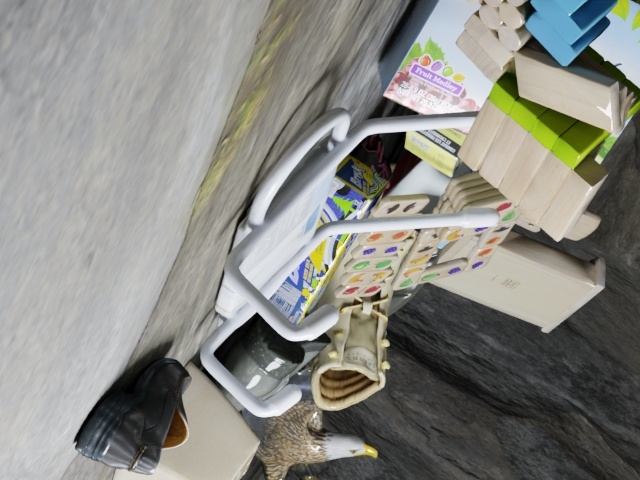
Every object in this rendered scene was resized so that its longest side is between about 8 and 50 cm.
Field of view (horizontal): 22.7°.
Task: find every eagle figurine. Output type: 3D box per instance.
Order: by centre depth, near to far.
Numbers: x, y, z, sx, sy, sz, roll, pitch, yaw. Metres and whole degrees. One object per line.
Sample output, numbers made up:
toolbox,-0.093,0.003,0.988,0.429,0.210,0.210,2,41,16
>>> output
eagle figurine,-0.028,0.231,2.080,0.226,0.225,0.298,-119,-153,-58

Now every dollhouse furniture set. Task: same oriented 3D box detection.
dollhouse furniture set,0.279,-0.089,2.062,0.286,0.198,0.303,-48,-153,51

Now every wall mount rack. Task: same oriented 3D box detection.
wall mount rack,0.036,-0.006,1.336,0.304,0.130,0.350,-44,170,-23

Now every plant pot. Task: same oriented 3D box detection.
plant pot,-0.118,0.197,1.470,0.109,0.096,0.109,-53,174,-31

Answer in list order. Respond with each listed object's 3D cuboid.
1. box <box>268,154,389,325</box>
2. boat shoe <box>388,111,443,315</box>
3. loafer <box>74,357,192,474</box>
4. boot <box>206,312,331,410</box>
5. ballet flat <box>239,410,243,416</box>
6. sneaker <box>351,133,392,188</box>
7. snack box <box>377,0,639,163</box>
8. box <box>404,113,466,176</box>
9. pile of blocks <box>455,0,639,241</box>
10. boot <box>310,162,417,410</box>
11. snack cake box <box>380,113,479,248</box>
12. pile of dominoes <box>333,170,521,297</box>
box,0.000,0.000,1.567,0.169,0.054,0.059,-59,174,30
boat shoe,0.118,-0.043,1.989,0.324,0.122,0.120,-58,179,16
loafer,-0.130,0.140,1.232,0.062,0.061,0.170,-60,174,21
boot,-0.083,0.140,1.662,0.161,0.083,0.246,-45,177,13
ballet flat,-0.105,0.210,1.760,0.057,0.049,0.173,-25,180,0
sneaker,0.053,-0.082,1.638,0.119,0.047,0.057,-41,152,-73
snack box,0.180,-0.165,1.373,0.174,0.207,0.070,-58,-161,24
box,0.166,-0.174,1.491,0.232,0.058,0.087,-55,174,-6
pile of blocks,0.176,-0.168,1.118,0.112,0.149,0.362,-40,141,-27
boot,0.054,0.055,1.792,0.262,0.095,0.203,125,-23,-48
snack cake box,0.172,-0.137,1.717,0.152,0.089,0.264,-43,-165,47
pile of dominoes,0.124,0.007,1.624,0.196,0.040,0.251,-15,158,-19
